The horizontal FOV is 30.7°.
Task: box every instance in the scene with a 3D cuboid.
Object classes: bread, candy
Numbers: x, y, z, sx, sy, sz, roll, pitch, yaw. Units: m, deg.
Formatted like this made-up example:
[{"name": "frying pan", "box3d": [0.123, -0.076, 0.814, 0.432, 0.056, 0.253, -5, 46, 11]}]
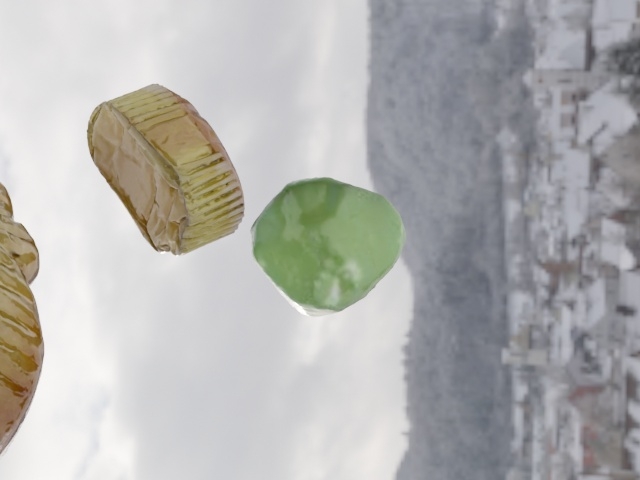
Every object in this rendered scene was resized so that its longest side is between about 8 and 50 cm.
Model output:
[{"name": "bread", "box3d": [-0.215, -0.102, 1.658, 0.133, 0.250, 0.179, -29, -24, -33]}, {"name": "candy", "box3d": [0.000, 0.000, 1.210, 0.142, 0.132, 0.343, -51, 3, -3]}]

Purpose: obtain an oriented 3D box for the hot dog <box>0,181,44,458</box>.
[{"name": "hot dog", "box3d": [-0.416, 0.101, 1.072, 0.196, 0.365, 0.367, 43, -160, -48]}]
